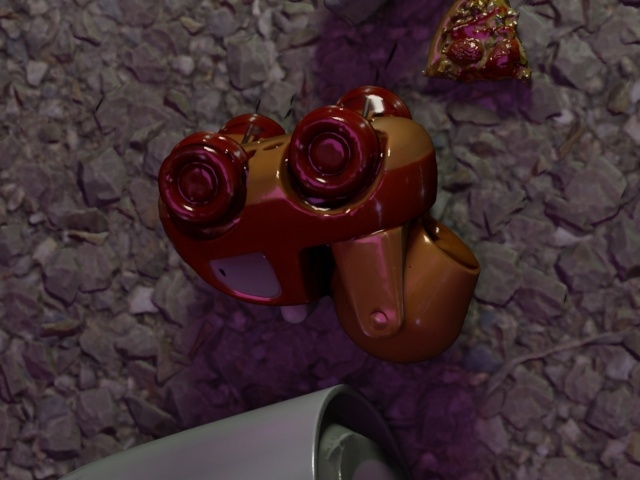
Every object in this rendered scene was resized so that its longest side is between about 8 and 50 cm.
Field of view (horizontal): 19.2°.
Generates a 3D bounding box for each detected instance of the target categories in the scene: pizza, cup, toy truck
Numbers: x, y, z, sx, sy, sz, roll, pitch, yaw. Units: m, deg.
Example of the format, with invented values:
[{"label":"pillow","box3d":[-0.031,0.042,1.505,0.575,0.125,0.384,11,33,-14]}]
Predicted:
[{"label":"pizza","box3d":[0.141,-0.187,1.671,0.100,0.029,0.099,7,94,16]},{"label":"cup","box3d":[-0.095,0.284,1.657,0.371,0.253,0.253,-15,89,20]},{"label":"toy truck","box3d":[0.000,0.000,1.649,0.264,0.189,0.239,-10,99,17]}]

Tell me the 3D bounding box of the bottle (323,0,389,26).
[{"label":"bottle","box3d":[0.090,-0.309,1.654,0.083,0.083,0.270,43,100,11]}]
